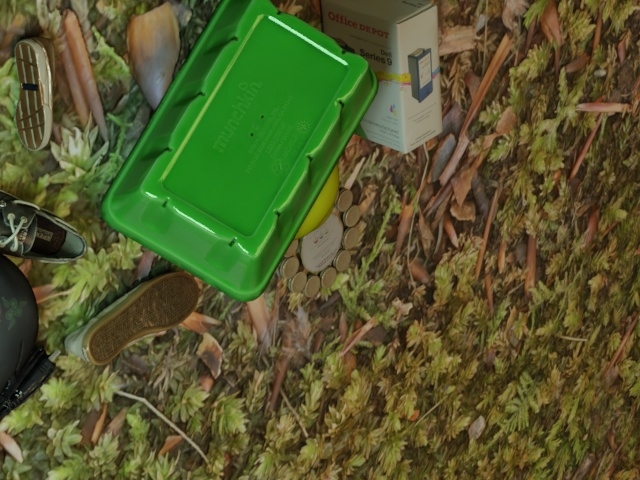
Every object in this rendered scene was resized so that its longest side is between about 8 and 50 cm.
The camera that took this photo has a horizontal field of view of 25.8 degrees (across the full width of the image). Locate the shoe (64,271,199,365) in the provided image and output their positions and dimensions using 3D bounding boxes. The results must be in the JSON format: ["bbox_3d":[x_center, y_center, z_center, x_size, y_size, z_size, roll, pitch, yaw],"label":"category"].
[{"bbox_3d":[-0.253,0.100,1.885,0.219,0.058,0.076,-31,110,-44],"label":"shoe"}]

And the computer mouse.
[{"bbox_3d":[-0.375,0.129,1.659,0.188,0.072,0.272,-49,155,-38],"label":"computer mouse"}]

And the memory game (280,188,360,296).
[{"bbox_3d":[0.000,0.000,2.174,0.186,0.012,0.186,-27,128,-42],"label":"memory game"}]

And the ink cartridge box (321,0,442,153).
[{"bbox_3d":[0.090,-0.254,2.033,0.093,0.154,0.212,-32,132,-36],"label":"ink cartridge box"}]

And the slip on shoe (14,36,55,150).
[{"bbox_3d":[-0.332,-0.174,1.646,0.041,0.051,0.135,-32,126,-53],"label":"slip on shoe"}]

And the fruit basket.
[{"bbox_3d":[-0.090,-0.115,1.862,0.392,0.283,0.392,-58,-174,10],"label":"fruit basket"}]

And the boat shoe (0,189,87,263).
[{"bbox_3d":[-0.367,-0.019,1.659,0.219,0.070,0.078,15,96,-53],"label":"boat shoe"}]
